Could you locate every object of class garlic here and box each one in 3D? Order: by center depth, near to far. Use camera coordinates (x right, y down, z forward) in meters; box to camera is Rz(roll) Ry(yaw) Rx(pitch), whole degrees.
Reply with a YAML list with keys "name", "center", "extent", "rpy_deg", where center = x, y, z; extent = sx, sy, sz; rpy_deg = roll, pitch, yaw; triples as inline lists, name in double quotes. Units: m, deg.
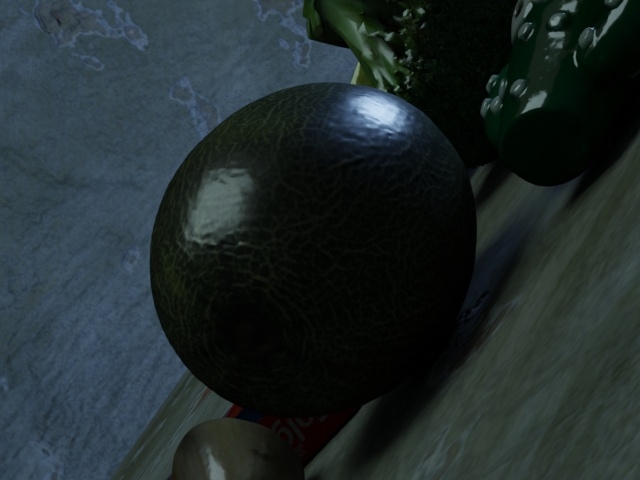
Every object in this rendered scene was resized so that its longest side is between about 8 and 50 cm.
- name: "garlic"
  center: [-0.069, 0.213, 1.467]
  extent: [0.129, 0.148, 0.266]
  rpy_deg: [-17, -2, -3]

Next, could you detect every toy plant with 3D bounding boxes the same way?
- name: "toy plant"
  center: [0.197, -0.148, 1.384]
  extent: [0.232, 0.112, 0.243]
  rpy_deg: [-53, 10, 22]

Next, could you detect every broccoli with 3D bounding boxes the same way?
- name: "broccoli"
  center: [0.114, -0.205, 1.784]
  extent: [0.308, 0.275, 0.307]
  rpy_deg: [11, -90, -78]

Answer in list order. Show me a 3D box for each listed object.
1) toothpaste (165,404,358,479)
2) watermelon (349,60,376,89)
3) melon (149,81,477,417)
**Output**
- name: "toothpaste"
  center: [-0.069, 0.196, 1.668]
  extent: [0.320, 0.076, 0.066]
  rpy_deg: [-50, 5, 39]
- name: "watermelon"
  center: [0.114, -0.119, 1.968]
  extent: [0.159, 0.128, 0.303]
  rpy_deg: [26, -96, -57]
- name: "melon"
  center: [0.000, 0.000, 1.427]
  extent: [0.237, 0.237, 0.301]
  rpy_deg: [-50, 2, 32]
